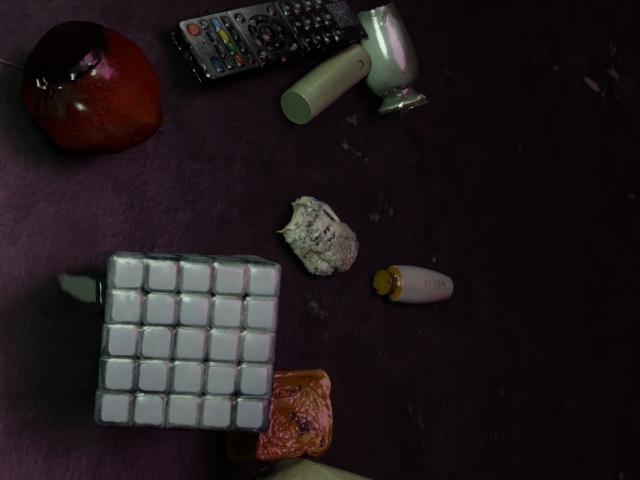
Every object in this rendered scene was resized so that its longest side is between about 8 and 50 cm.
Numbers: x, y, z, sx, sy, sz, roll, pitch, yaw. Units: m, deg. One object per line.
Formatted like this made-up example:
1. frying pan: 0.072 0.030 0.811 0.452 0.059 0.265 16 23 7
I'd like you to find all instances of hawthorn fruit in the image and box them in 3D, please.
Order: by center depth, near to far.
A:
1. hawthorn fruit: -0.321 -0.218 1.636 0.251 0.189 0.189 18 67 -57

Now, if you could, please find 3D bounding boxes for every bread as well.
1. bread: -0.072 0.277 1.761 0.149 0.143 0.158 10 74 -33

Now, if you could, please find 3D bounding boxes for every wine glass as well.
1. wine glass: 0.130 -0.346 2.118 0.111 0.111 0.204 -27 101 -43

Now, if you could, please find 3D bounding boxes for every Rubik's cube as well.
1. Rubik's cube: -0.186 0.133 1.549 0.238 0.237 0.237 3 88 -9

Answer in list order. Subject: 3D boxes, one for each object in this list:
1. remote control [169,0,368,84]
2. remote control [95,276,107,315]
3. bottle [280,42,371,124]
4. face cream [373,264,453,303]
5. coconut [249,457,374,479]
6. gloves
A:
1. remote control: -0.088 -0.361 1.942 0.399 0.062 0.144 -23 77 -42
2. remote control: -0.244 0.092 1.728 0.245 0.025 0.063 6 71 -42
3. bottle: 0.012 -0.289 2.023 0.201 0.072 0.072 -45 110 -40
4. face cream: 0.179 0.084 2.100 0.182 0.051 0.072 6 77 -43
5. coconut: -0.016 0.478 1.658 0.323 0.323 0.323 12 72 -40
6. gloves: 0.003 -0.001 1.945 0.153 0.070 0.114 43 54 -29
